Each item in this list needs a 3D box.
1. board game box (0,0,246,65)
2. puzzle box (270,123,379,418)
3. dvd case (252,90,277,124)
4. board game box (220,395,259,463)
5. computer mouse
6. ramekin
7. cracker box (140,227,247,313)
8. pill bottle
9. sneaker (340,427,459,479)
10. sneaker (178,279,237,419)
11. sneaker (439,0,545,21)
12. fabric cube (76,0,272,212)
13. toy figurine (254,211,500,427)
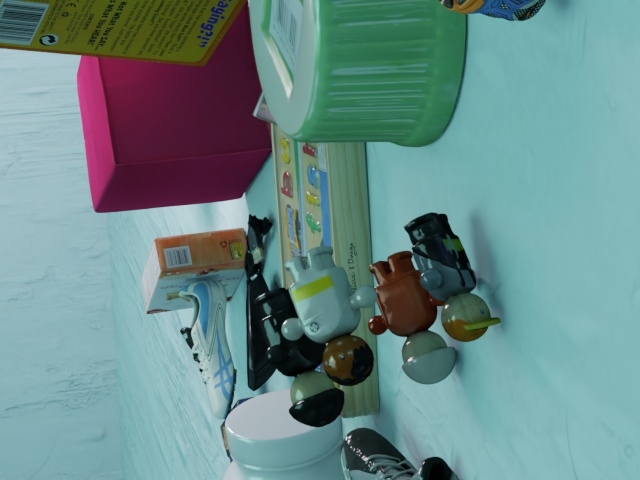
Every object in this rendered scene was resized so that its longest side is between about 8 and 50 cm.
[{"bbox_3d":[-0.285,-0.496,1.924,0.356,0.356,0.356,-48,49,47],"label":"board game box"},{"bbox_3d":[0.000,0.000,1.842,0.272,0.052,0.409,-150,54,-71],"label":"puzzle box"},{"bbox_3d":[-0.023,-0.220,1.763,0.164,0.018,0.221,-67,19,3],"label":"dvd case"},{"bbox_3d":[-0.119,0.361,2.384,0.194,0.060,0.194,156,106,-74],"label":"board game box"},{"bbox_3d":[-0.084,0.089,2.164,0.184,0.060,0.262,98,170,-53],"label":"computer mouse"},{"bbox_3d":[0.027,-0.242,1.473,0.303,0.148,0.303,173,90,-74],"label":"ramekin"},{"bbox_3d":[-0.220,0.055,2.437,0.232,0.156,0.067,122,138,-66],"label":"cracker box"},{"bbox_3d":[-0.024,0.366,1.765,0.188,0.188,0.334,-139,38,-67],"label":"pill bottle"},{"bbox_3d":[0.102,0.265,1.566,0.228,0.086,0.132,55,145,39],"label":"sneaker"},{"bbox_3d":[-0.189,0.185,2.358,0.085,0.086,0.237,138,124,-73],"label":"sneaker"},{"bbox_3d":[0.141,-0.259,1.200,0.083,0.087,0.221,-46,32,41],"label":"sneaker"},{"bbox_3d":[-0.237,-0.208,2.212,0.258,0.254,0.259,132,130,-69],"label":"fabric cube"},{"bbox_3d":[0.055,0.083,1.409,0.209,0.213,0.148,130,122,-65],"label":"toy figurine"}]
